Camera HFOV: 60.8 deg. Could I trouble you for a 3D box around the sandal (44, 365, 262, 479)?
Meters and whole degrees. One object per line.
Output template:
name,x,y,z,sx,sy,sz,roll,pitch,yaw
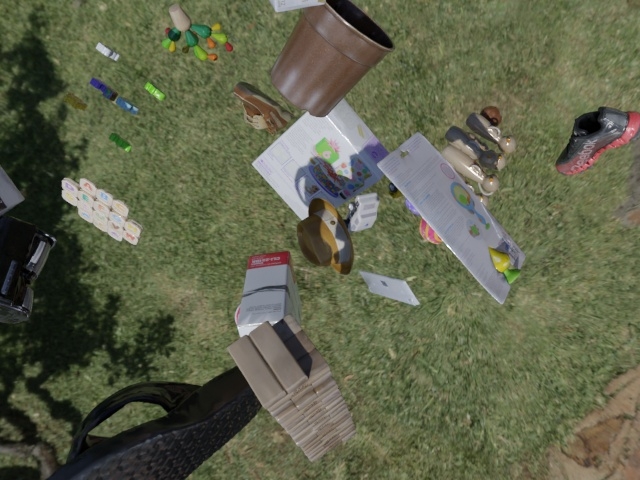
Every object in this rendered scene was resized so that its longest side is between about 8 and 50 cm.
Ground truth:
sandal,-0.210,0.249,0.715,0.107,0.446,0.167,33,105,18

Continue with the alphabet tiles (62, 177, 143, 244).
alphabet tiles,-0.703,-0.090,1.757,0.284,0.278,0.021,35,58,-8

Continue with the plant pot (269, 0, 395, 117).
plant pot,0.009,-0.308,0.914,0.167,0.167,0.165,50,121,13

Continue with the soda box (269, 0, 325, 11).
soda box,-0.058,-0.383,0.707,0.069,0.073,0.216,-15,51,-12

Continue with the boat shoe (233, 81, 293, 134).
boat shoe,-0.201,-0.437,1.875,0.123,0.324,0.119,40,100,21

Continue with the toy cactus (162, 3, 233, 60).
toy cactus,-0.375,-0.609,1.588,0.219,0.180,0.112,13,68,22

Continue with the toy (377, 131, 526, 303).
toy,0.173,-0.027,0.746,0.237,0.137,0.056,46,132,2

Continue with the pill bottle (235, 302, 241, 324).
pill bottle,-0.188,0.265,1.799,0.180,0.108,0.107,14,89,44

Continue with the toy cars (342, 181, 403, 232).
toy cars,0.222,-0.133,1.814,0.394,0.176,0.087,-37,62,16

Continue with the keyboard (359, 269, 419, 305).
keyboard,0.169,0.117,1.393,0.014,0.256,0.072,-31,103,-16

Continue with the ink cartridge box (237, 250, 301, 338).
ink cartridge box,-0.117,0.186,1.354,0.114,0.272,0.196,-8,124,4

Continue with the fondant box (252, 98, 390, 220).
fondant box,-0.002,-0.205,1.432,0.238,0.096,0.330,48,142,-10

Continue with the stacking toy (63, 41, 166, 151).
stacking toy,-0.490,-0.343,1.307,0.221,0.052,0.167,39,100,8

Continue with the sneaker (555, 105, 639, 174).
sneaker,0.715,-0.271,1.474,0.135,0.276,0.097,19,65,-10

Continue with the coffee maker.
coffee maker,-0.620,0.051,1.041,0.171,0.120,0.178,18,50,-22

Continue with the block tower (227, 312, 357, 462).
block tower,-0.024,0.222,0.771,0.091,0.335,0.097,-33,59,-10

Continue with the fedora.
fedora,0.000,0.000,1.242,0.079,0.194,0.194,-22,78,-22

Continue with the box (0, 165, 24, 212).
box,-0.642,-0.091,0.916,0.182,0.119,0.180,-23,106,27

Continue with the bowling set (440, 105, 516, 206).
bowling set,0.390,-0.213,1.262,0.154,0.287,0.200,41,86,14
